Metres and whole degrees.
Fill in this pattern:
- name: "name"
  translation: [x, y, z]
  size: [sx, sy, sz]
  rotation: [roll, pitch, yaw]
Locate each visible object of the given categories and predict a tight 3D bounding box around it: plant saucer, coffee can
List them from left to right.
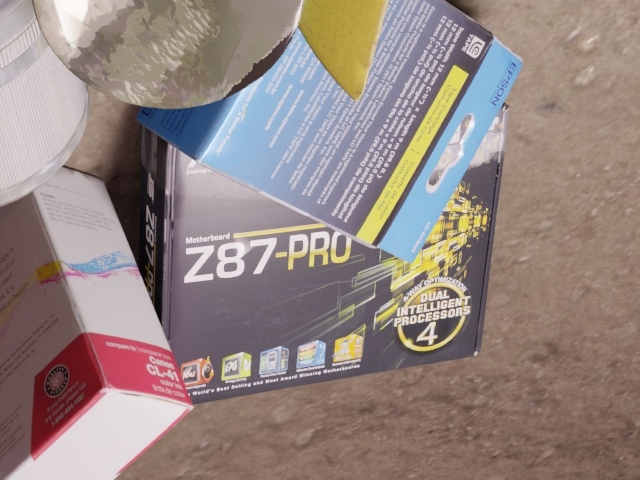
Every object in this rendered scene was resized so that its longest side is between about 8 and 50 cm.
- name: "coffee can"
  translation: [-0.120, -0.259, 1.416]
  size: [0.201, 0.275, 0.201]
  rotation: [-2, 125, -3]
- name: "plant saucer"
  translation: [0.040, -0.341, 1.453]
  size: [0.081, 0.333, 0.333]
  rotation: [11, 139, -3]

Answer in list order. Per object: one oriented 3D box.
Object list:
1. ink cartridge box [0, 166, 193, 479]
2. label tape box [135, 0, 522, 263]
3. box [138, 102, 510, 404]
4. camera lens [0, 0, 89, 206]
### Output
- name: "ink cartridge box"
  translation: [-0.285, 0.101, 1.829]
  size: [0.131, 0.306, 0.226]
  rotation: [18, 128, -45]
- name: "label tape box"
  translation: [0.020, -0.148, 1.762]
  size: [0.347, 0.115, 0.249]
  rotation: [25, 96, -50]
- name: "box"
  translation: [0.000, 0.000, 1.954]
  size: [0.395, 0.097, 0.318]
  rotation: [-7, 116, -23]
- name: "camera lens"
  translation: [-0.318, -0.172, 1.515]
  size: [0.219, 0.219, 0.274]
  rotation: [-17, 145, -9]
